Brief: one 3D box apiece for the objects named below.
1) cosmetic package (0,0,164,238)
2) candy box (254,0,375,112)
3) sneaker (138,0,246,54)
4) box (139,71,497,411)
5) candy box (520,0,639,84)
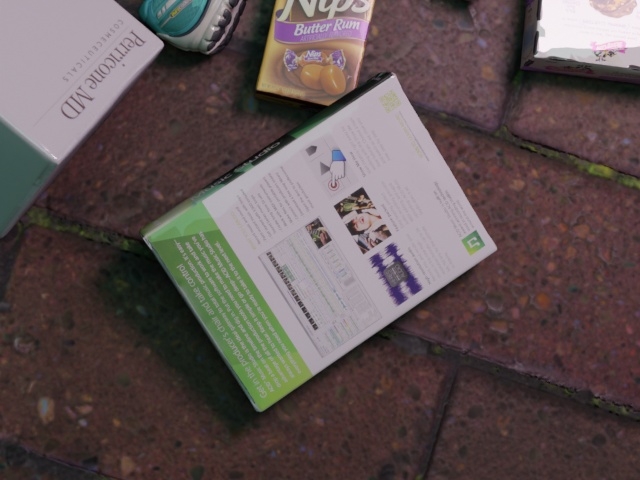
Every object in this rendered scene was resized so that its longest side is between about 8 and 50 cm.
[{"bbox_3d":[-0.411,-0.243,1.473,0.453,0.161,0.230,40,45,-8],"label":"cosmetic package"},{"bbox_3d":[-0.002,-0.239,1.644,0.109,0.053,0.187,12,82,-5],"label":"candy box"},{"bbox_3d":[-0.111,-0.341,1.618,0.110,0.107,0.275,23,83,4],"label":"sneaker"},{"bbox_3d":[0.000,0.000,1.596,0.322,0.058,0.232,-34,103,-10],"label":"box"},{"bbox_3d":[0.320,-0.284,1.676,0.165,0.070,0.196,7,83,-6],"label":"candy box"}]
